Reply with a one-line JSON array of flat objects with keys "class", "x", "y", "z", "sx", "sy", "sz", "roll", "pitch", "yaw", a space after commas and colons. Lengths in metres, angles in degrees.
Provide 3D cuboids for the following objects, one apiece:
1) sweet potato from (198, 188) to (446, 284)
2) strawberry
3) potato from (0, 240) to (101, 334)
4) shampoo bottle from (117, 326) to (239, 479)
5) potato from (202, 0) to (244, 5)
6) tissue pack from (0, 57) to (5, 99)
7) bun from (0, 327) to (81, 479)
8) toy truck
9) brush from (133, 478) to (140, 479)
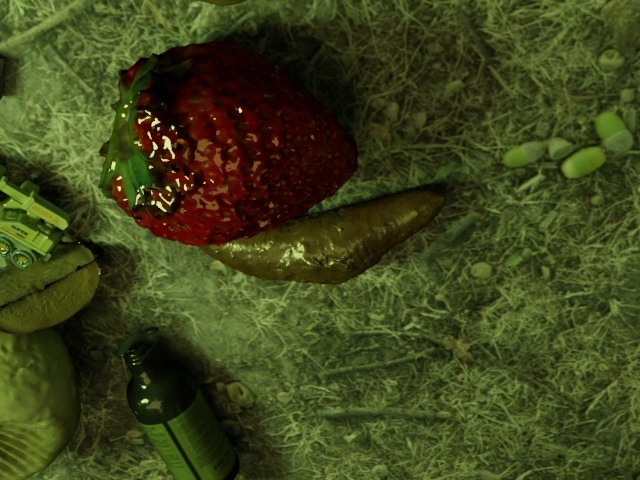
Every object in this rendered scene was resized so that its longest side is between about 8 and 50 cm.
[{"class": "sweet potato", "x": -0.001, "y": 0.004, "z": 1.526, "sx": 0.341, "sy": 0.092, "sz": 0.114, "roll": -6, "pitch": 108, "yaw": 14}, {"class": "strawberry", "x": -0.099, "y": -0.104, "z": 1.386, "sx": 0.288, "sy": 0.250, "sz": 0.239, "roll": 5, "pitch": 125, "yaw": -26}, {"class": "potato", "x": -0.382, "y": 0.076, "z": 1.622, "sx": 0.172, "sy": 0.100, "sz": 0.089, "roll": -32, "pitch": 131, "yaw": -23}, {"class": "shampoo bottle", "x": -0.216, "y": 0.250, "z": 1.740, "sx": 0.101, "sy": 0.101, "sz": 0.284, "roll": -14, "pitch": 122, "yaw": 19}, {"class": "potato", "x": -0.133, "y": -0.383, "z": 1.240, "sx": 0.191, "sy": 0.141, "sz": 0.296, "roll": 0, "pitch": 123, "yaw": 8}, {"class": "tissue pack", "x": -0.441, "y": -0.207, "z": 1.488, "sx": 0.083, "sy": 0.035, "sz": 0.063, "roll": 15, "pitch": 127, "yaw": 0}, {"class": "bun", "x": -0.519, "y": 0.205, "z": 1.677, "sx": 0.352, "sy": 0.227, "sz": 0.349, "roll": -26, "pitch": 143, "yaw": 21}, {"class": "toy truck", "x": -0.413, "y": -0.045, "z": 1.576, "sx": 0.169, "sy": 0.077, "sz": 0.100, "roll": 37, "pitch": 126, "yaw": -15}, {"class": "brush", "x": -0.320, "y": 0.407, "z": 1.932, "sx": 0.024, "sy": 0.008, "sz": 0.083, "roll": 43, "pitch": 122, "yaw": -16}]
